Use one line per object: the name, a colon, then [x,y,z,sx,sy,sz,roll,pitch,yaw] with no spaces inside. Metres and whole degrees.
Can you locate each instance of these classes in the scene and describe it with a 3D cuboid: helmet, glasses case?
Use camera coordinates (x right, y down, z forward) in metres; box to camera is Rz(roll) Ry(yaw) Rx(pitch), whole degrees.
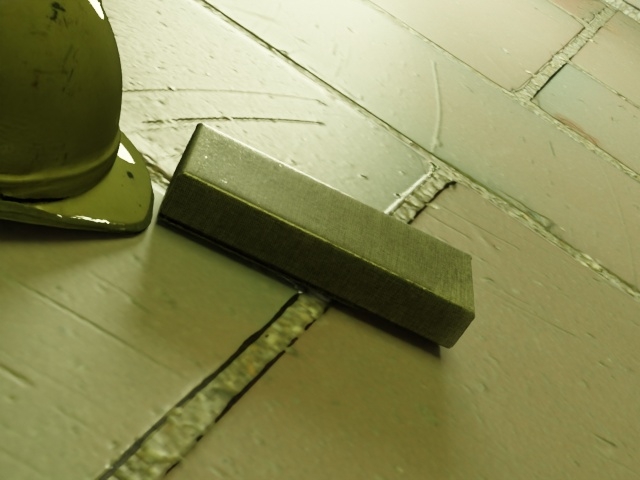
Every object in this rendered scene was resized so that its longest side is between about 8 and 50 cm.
helmet: [-0.184,-0.115,0.619,0.258,0.137,0.204,8,34,-40]
glasses case: [0.000,0.000,0.718,0.205,0.047,0.070,26,31,-11]
